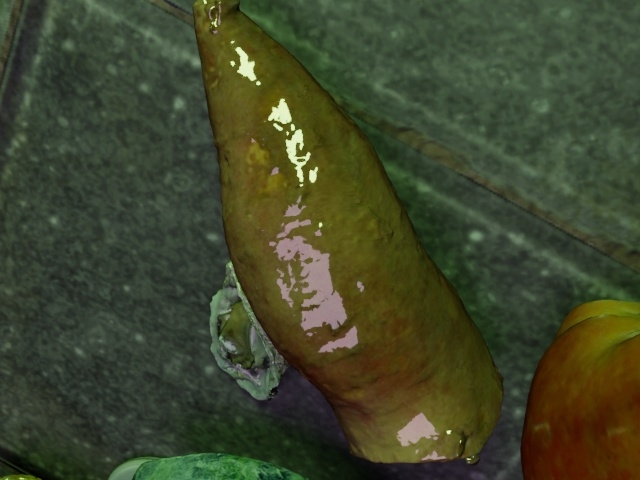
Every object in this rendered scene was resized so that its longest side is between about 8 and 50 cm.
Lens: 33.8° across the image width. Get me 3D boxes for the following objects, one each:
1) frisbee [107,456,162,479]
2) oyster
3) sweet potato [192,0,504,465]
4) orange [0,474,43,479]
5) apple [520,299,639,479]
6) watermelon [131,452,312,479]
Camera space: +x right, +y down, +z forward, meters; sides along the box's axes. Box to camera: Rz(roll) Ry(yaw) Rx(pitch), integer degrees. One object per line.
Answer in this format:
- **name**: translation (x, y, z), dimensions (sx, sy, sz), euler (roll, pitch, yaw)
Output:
- **frisbee**: translation (-0.139, 0.236, 0.928), dimensions (0.110, 0.014, 0.110), euler (8, 121, 14)
- **oyster**: translation (-0.054, 0.071, 0.799), dimensions (0.098, 0.037, 0.100), euler (53, 144, 8)
- **sweet potato**: translation (-0.001, 0.000, 0.675), dimensions (0.131, 0.131, 0.336), euler (-23, 109, 29)
- **orange**: translation (-0.265, 0.274, 0.918), dimensions (0.155, 0.155, 0.134), euler (-1, 84, 20)
- **apple**: translation (0.309, 0.165, 0.669), dimensions (0.329, 0.295, 0.365), euler (-43, 102, -5)
- **watermelon**: translation (-0.040, 0.309, 0.808), dimensions (0.318, 0.148, 0.226), euler (34, 129, 2)
